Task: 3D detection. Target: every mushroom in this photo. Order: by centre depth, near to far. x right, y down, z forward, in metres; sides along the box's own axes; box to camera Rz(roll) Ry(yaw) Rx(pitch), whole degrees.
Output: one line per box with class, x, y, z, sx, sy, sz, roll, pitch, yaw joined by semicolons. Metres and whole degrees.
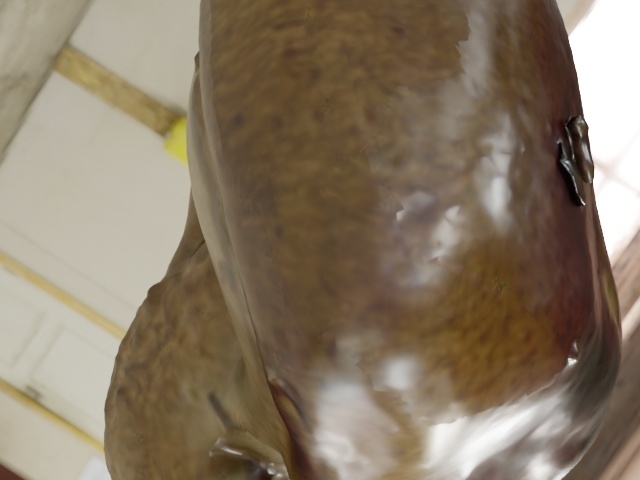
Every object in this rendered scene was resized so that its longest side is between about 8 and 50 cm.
mushroom;0.000;0.000;0.605;0.259;0.345;0.345;-14;-175;2
